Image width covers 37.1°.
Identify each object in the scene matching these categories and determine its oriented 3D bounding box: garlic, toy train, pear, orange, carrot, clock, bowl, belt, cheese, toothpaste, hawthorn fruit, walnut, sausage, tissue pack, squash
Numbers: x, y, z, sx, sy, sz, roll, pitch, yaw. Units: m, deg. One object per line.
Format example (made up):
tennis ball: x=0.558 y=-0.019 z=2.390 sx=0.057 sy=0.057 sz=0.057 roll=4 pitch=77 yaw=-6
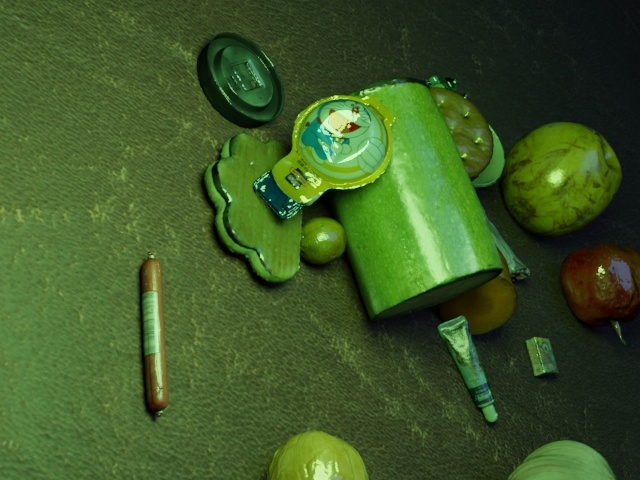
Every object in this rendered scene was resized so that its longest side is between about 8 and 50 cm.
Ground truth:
garlic: x=0.444 y=0.532 z=1.715 sx=0.317 sy=0.259 sz=0.317 roll=55 pitch=11 yaw=-16
toy train: x=0.286 y=-0.290 z=2.166 sx=0.170 sy=0.111 sz=0.071 roll=54 pitch=37 yaw=-2
pear: x=0.566 y=-0.147 z=2.263 sx=0.281 sy=0.281 sz=0.280 roll=27 pitch=49 yaw=-35
orange: x=0.000 y=0.000 z=1.683 sx=0.095 sy=0.085 sz=0.085 roll=-10 pitch=74 yaw=-38
carrot: x=0.307 y=0.057 z=1.961 sx=0.159 sy=0.159 sz=0.225 roll=35 pitch=32 yaw=-29
clock: x=-0.144 y=-0.290 z=1.738 sx=0.184 sy=0.040 sz=0.184 roll=28 pitch=48 yaw=-36
bowl: x=0.283 y=-0.183 z=2.068 sx=0.211 sy=0.112 sz=0.211 roll=14 pitch=60 yaw=-24
belt: x=0.381 y=0.005 z=2.128 sx=0.232 sy=0.053 sz=0.071 roll=51 pitch=31 yaw=-11
cheese: x=0.012 y=-0.144 z=1.612 sx=0.270 sy=0.069 sz=0.177 roll=-41 pitch=79 yaw=-12
toothpaste: x=0.298 y=0.256 z=1.885 sx=0.037 sy=0.062 sz=0.216 roll=98 pitch=-30 yaw=-84
hawthorn fruit: x=0.686 y=0.136 z=2.283 sx=0.207 sy=0.207 sz=0.243 roll=9 pitch=65 yaw=-45
walnut: x=-0.003 y=0.377 z=1.383 sx=0.165 sy=0.165 sz=0.197 roll=31 pitch=39 yaw=-32
sausage: x=-0.239 y=0.130 z=1.374 sx=0.034 sy=0.034 sz=0.253 roll=18 pitch=55 yaw=-41
tissue pack: x=0.487 y=0.257 z=2.101 sx=0.063 sy=0.035 sz=0.083 roll=12 pitch=60 yaw=-44
squash: x=0.151 y=-0.072 z=1.756 sx=0.263 sy=0.263 sz=0.384 roll=-4 pitch=69 yaw=-49

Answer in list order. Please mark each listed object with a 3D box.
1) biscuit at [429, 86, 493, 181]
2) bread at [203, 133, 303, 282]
biscuit: x=0.254 y=-0.212 z=1.956 sx=0.221 sy=0.066 sz=0.220 roll=13 pitch=58 yaw=-22
bread: x=-0.113 y=-0.070 z=1.621 sx=0.207 sy=0.056 sz=0.286 roll=32 pitch=45 yaw=-32
